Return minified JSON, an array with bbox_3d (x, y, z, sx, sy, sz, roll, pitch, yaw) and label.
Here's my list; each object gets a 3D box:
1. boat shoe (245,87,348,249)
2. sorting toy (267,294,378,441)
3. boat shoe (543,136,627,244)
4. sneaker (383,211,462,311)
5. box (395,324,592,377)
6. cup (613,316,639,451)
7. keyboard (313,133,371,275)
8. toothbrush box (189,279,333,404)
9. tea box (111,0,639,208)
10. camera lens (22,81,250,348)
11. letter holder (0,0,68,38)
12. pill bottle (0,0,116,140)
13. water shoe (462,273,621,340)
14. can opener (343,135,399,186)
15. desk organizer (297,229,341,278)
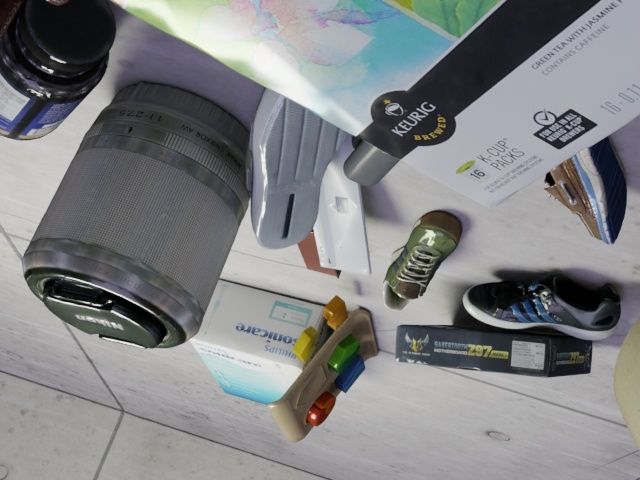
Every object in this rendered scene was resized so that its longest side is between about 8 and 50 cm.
[{"bbox_3d":[-0.040,-0.111,0.986,0.109,0.094,0.302,-12,145,-25],"label":"boat shoe"},{"bbox_3d":[0.009,0.218,1.514,0.041,0.229,0.307,37,163,24],"label":"sorting toy"},{"bbox_3d":[0.265,-0.066,0.923,0.066,0.066,0.183,7,143,36],"label":"boat shoe"},{"bbox_3d":[0.130,0.038,1.200,0.064,0.086,0.192,22,155,-6],"label":"sneaker"},{"bbox_3d":[0.252,0.157,1.310,0.232,0.059,0.183,2,175,35],"label":"box"},{"bbox_3d":[0.479,0.178,1.023,0.331,0.331,0.237,38,176,-35],"label":"cup"},{"bbox_3d":[0.019,-0.046,1.128,0.072,0.014,0.256,6,139,15],"label":"keyboard"},{"bbox_3d":[-0.092,0.207,1.666,0.216,0.126,0.295,13,155,16],"label":"toothbrush box"},{"bbox_3d":[0.081,-0.228,0.499,0.323,0.220,0.329,27,149,-15],"label":"tea box"},{"bbox_3d":[-0.213,-0.022,1.101,0.219,0.274,0.219,16,155,8],"label":"camera lens"},{"bbox_3d":[-0.345,-0.287,0.719,0.152,0.214,0.302,3,150,33],"label":"letter holder"},{"bbox_3d":[-0.305,-0.196,0.991,0.123,0.123,0.219,31,153,-23],"label":"pill bottle"},{"bbox_3d":[0.292,0.072,1.197,0.203,0.073,0.080,8,133,14],"label":"water shoe"},{"bbox_3d":[0.103,-0.124,0.898,0.093,0.074,0.280,25,155,-14],"label":"can opener"},{"bbox_3d":[0.000,0.000,1.266,0.050,0.047,0.130,14,155,18],"label":"desk organizer"}]
